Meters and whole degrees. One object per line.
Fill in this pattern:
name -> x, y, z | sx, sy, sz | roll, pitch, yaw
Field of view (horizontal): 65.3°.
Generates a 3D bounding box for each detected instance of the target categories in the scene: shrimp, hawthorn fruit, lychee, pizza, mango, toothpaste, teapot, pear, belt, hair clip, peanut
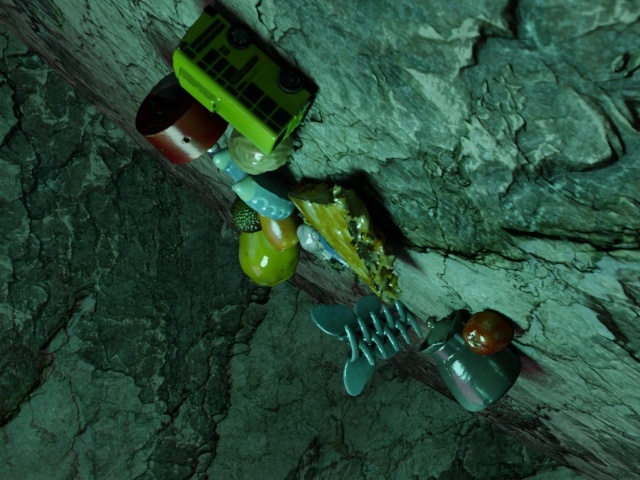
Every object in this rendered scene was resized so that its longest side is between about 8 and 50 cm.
shrimp -> -0.040, -0.001, 1.914 | 0.360, 0.085, 0.247 | 43, 174, 3
hawthorn fruit -> 0.439, 0.243, 1.311 | 0.128, 0.128, 0.128 | 37, 168, 9
lychee -> -0.274, -0.101, 1.968 | 0.171, 0.171, 0.171 | 37, 168, 9
pizza -> 0.086, -0.037, 1.294 | 0.440, 0.130, 0.406 | 47, 169, 9
mango -> -0.155, -0.088, 1.755 | 0.252, 0.126, 0.154 | 66, -159, -7
toothpaste -> -0.405, -0.323, 1.871 | 0.075, 0.048, 0.301 | 35, 170, -3
teapot -> 0.442, 0.319, 1.523 | 0.285, 0.305, 0.223 | 45, 132, 5
pear -> -0.241, 0.033, 2.159 | 0.336, 0.285, 0.285 | 47, 168, 3
belt -> -0.346, -0.325, 1.265 | 0.115, 0.227, 0.324 | 49, -177, -40
hair clip -> 0.201, 0.369, 1.963 | 0.392, 0.318, 0.238 | 65, 154, 6
peanut -> -0.148, -0.234, 1.234 | 0.153, 0.140, 0.325 | 0, -178, -11

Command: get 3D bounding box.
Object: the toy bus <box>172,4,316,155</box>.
toy bus -> -0.154, -0.300, 0.961 | 0.262, 0.150, 0.128 | 40, 166, -5

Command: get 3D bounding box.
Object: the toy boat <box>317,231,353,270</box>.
toy boat -> 0.083, 0.029, 1.598 | 0.223, 0.100, 0.097 | 36, 151, 9

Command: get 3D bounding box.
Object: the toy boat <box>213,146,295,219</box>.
toy boat -> -0.196, -0.147, 1.483 | 0.215, 0.123, 0.330 | 49, -168, 21

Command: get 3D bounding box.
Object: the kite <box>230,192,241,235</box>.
kite -> -0.350, -0.126, 2.131 | 0.321, 0.016, 0.234 | 140, 123, -65

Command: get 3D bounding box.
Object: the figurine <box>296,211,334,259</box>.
figurine -> 0.000, 0.000, 1.706 | 0.229, 0.112, 0.137 | 36, -171, 3
